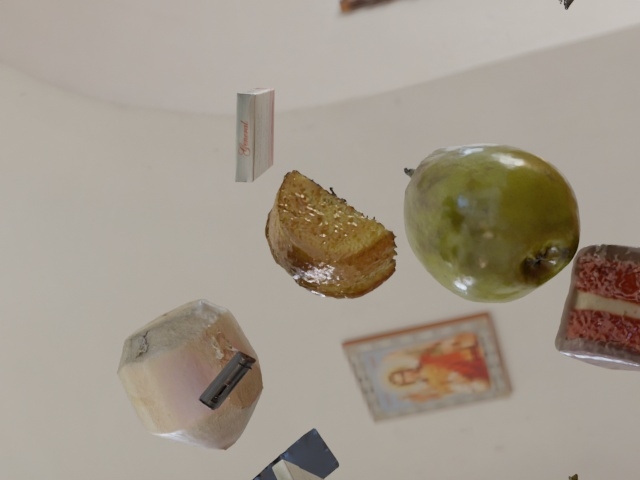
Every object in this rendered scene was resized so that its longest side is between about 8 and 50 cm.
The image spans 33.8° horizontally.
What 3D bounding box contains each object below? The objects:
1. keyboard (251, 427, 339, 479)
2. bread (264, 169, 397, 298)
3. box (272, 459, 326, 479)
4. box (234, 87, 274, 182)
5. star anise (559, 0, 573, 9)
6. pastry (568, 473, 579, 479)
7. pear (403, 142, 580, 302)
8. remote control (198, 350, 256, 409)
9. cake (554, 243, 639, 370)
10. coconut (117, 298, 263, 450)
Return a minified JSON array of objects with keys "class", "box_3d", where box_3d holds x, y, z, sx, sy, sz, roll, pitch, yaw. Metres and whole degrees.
[{"class":"keyboard","box_3d":[-0.061,0.373,1.599,0.074,0.196,0.015,51,-172,21]},{"class":"bread","box_3d":[0.000,0.000,1.667,0.139,0.229,0.143,-44,-23,-33]},{"class":"box","box_3d":[-0.001,0.361,1.449,0.167,0.024,0.090,41,-166,-51]},{"class":"box","box_3d":[-0.104,-0.173,1.685,0.245,0.035,0.139,-73,-15,-78]},{"class":"star anise","box_3d":[0.302,-0.347,1.210,0.124,0.056,0.129,133,141,-77]},{"class":"pastry","box_3d":[0.393,0.560,1.829,0.240,0.132,0.235,-81,-12,-47]},{"class":"pear","box_3d":[0.284,-0.046,1.892,0.375,0.287,0.287,37,163,37]},{"class":"remote control","box_3d":[-0.116,0.179,1.328,0.034,0.091,0.016,30,-158,-20]},{"class":"cake","box_3d":[0.627,0.137,1.944,0.230,0.309,0.237,11,-93,-36]},{"class":"coconut","box_3d":[-0.192,0.217,1.644,0.234,0.224,0.224,56,-168,1]}]
